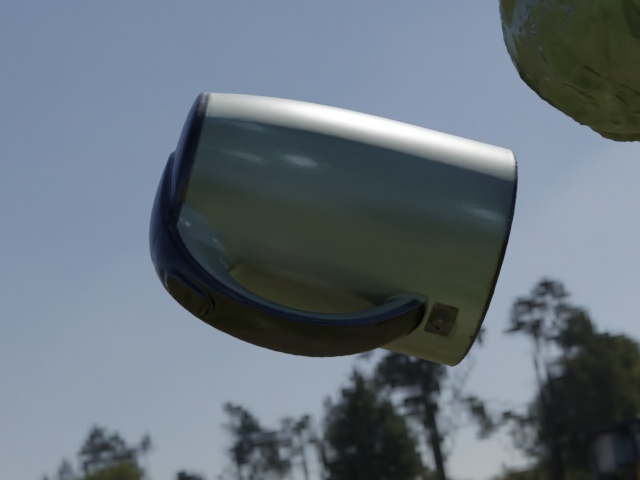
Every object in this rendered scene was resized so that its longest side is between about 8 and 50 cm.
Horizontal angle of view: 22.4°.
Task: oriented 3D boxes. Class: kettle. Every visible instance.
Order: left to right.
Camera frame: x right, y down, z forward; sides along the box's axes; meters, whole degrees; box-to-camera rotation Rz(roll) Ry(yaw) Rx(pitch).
[{"bbox_3d":[0.000,0.000,1.121,0.236,0.221,0.161,16,-51,-5],"label":"kettle"}]

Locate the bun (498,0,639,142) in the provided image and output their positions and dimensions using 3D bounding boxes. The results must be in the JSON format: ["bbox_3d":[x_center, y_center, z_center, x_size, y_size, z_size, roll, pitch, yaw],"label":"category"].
[{"bbox_3d":[0.189,-0.119,0.700,0.221,0.108,0.221,-22,-42,-21],"label":"bun"}]
